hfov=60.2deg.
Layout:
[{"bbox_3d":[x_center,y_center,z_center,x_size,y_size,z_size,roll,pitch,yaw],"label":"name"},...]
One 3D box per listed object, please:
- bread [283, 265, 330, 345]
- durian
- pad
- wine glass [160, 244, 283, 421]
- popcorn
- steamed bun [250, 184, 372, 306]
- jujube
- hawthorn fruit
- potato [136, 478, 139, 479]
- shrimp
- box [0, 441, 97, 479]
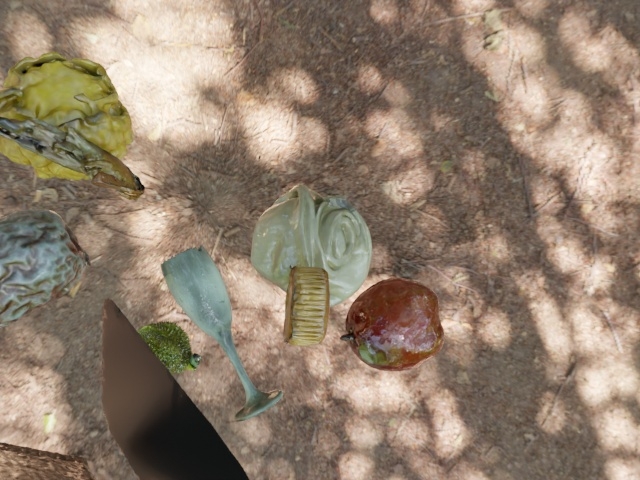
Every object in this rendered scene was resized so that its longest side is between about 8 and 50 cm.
[{"bbox_3d":[-0.032,0.161,1.354,0.104,0.199,0.199,5,92,-9],"label":"bread"},{"bbox_3d":[-0.452,0.314,1.582,0.198,0.159,0.146,15,130,-42],"label":"durian"},{"bbox_3d":[-0.096,0.097,0.437,0.055,0.250,0.323,9,111,-49],"label":"pad"},{"bbox_3d":[-0.219,0.182,0.913,0.096,0.264,0.309,-26,92,34],"label":"wine glass"},{"bbox_3d":[-0.464,-0.218,0.988,0.250,0.190,0.250,-2,53,2],"label":"popcorn"},{"bbox_3d":[0.000,0.000,1.599,0.368,0.255,0.342,23,58,-29],"label":"steamed bun"},{"bbox_3d":[-0.658,0.061,1.149,0.317,0.226,0.226,-23,98,-19],"label":"jujube"},{"bbox_3d":[0.128,0.165,1.048,0.202,0.185,0.185,-13,96,-26],"label":"hawthorn fruit"},{"bbox_3d":[-0.224,0.435,0.824,0.296,0.141,0.191,-33,57,10],"label":"potato"},{"bbox_3d":[-0.381,-0.138,0.839,0.262,0.117,0.066,24,93,-43],"label":"shrimp"},{"bbox_3d":[-0.307,0.253,0.408,0.273,0.143,0.184,34,75,-39],"label":"box"}]
